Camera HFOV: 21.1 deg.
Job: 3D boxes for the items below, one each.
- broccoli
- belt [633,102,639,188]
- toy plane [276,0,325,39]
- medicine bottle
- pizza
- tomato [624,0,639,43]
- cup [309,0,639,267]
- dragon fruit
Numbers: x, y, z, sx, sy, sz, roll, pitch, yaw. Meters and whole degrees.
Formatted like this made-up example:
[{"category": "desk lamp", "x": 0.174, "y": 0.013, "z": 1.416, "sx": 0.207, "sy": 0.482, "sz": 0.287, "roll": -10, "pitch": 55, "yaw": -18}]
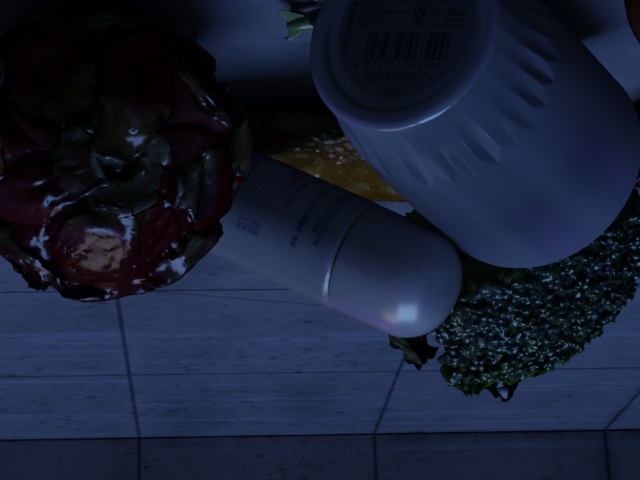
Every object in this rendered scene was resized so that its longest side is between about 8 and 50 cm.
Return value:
[{"category": "broccoli", "x": 0.242, "y": 0.038, "z": 2.205, "sx": 0.317, "sy": 0.338, "sz": 0.277, "roll": 8, "pitch": 151, "yaw": 24}, {"category": "belt", "x": 0.460, "y": -0.139, "z": 1.988, "sx": 0.094, "sy": 0.126, "sz": 0.359, "roll": 11, "pitch": 158, "yaw": -28}, {"category": "toy plane", "x": 0.012, "y": -0.233, "z": 1.805, "sx": 0.111, "sy": 0.040, "sz": 0.102, "roll": -4, "pitch": 150, "yaw": 12}, {"category": "medicine bottle", "x": 0.000, "y": 0.000, "z": 1.919, "sx": 0.341, "sy": 0.130, "sz": 0.130, "roll": 24, "pitch": 171, "yaw": 24}, {"category": "pizza", "x": 0.007, "y": -0.108, "z": 2.076, "sx": 0.365, "sy": 0.074, "sz": 0.182, "roll": 8, "pitch": 153, "yaw": -5}, {"category": "tomato", "x": 0.390, "y": -0.233, "z": 1.625, "sx": 0.208, "sy": 0.184, "sz": 0.208, "roll": -3, "pitch": 160, "yaw": -1}, {"category": "cup", "x": 0.163, "y": -0.140, "z": 1.773, "sx": 0.253, "sy": 0.253, "sz": 0.371, "roll": -11, "pitch": 156, "yaw": 24}, {"category": "dragon fruit", "x": -0.234, "y": -0.095, "z": 1.792, "sx": 0.329, "sy": 0.329, "sz": 0.329, "roll": -2, "pitch": 160, "yaw": -1}]
